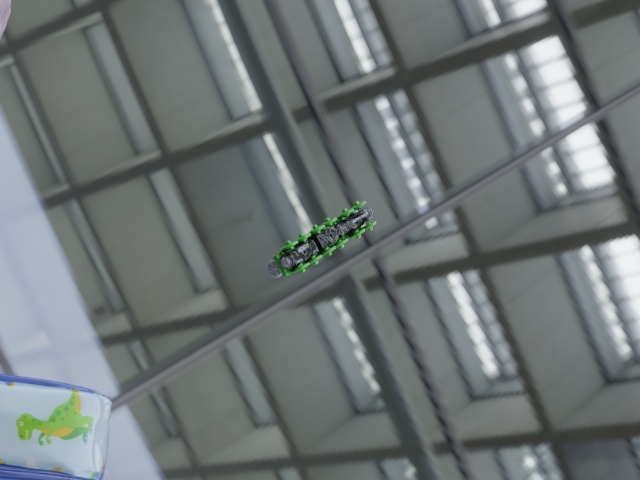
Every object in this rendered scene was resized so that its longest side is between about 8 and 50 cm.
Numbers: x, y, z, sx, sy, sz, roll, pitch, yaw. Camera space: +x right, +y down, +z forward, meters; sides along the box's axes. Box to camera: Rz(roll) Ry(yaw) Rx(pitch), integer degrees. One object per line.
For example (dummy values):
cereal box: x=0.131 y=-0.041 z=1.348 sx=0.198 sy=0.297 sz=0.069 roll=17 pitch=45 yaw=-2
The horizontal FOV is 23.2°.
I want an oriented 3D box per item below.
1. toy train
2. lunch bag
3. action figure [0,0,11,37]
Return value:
toy train: x=0.000 y=0.000 z=0.789 sx=0.023 sy=0.083 sz=0.017 roll=-26 pitch=-87 yaw=38
lunch bag: x=-0.249 y=0.150 z=1.080 sx=0.219 sy=0.176 sz=0.090 roll=145 pitch=-48 yaw=-62
action figure: x=-0.376 y=-0.067 z=0.722 sx=0.275 sy=0.370 sz=0.248 roll=40 pitch=-42 yaw=11
